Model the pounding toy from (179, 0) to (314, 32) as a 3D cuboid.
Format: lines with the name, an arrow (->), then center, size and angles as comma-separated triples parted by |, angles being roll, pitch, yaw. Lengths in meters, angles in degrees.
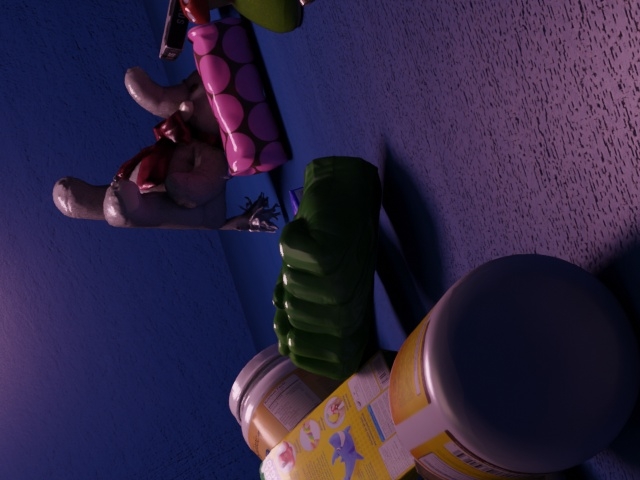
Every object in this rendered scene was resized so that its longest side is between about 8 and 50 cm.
pounding toy -> -0.096, -0.290, 1.254 | 0.237, 0.110, 0.183 | -168, 60, -81

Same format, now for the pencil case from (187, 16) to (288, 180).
pencil case -> -0.112, -0.189, 1.654 | 0.098, 0.095, 0.209 | -59, -46, -83

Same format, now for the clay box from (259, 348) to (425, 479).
clay box -> 0.032, 0.227, 1.276 | 0.222, 0.053, 0.127 | -46, 51, 31

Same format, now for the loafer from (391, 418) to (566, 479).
loafer -> 0.118, 0.173, 0.935 | 0.251, 0.087, 0.094 | -135, 28, -72

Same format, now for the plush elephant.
plush elephant -> -0.199, -0.147, 1.817 | 0.272, 0.329, 0.256 | -170, 84, -66

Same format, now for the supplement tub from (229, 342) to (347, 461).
supplement tub -> -0.001, 0.222, 1.446 | 0.199, 0.144, 0.144 | 41, 153, 37

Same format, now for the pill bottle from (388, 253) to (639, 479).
pill bottle -> 0.105, 0.086, 0.744 | 0.215, 0.117, 0.117 | 108, 143, -75

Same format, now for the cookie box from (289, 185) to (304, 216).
cookie box -> 0.000, 0.000, 1.481 | 0.107, 0.040, 0.092 | 82, 166, -49

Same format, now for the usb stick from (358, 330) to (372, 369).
usb stick -> 0.028, 0.086, 1.456 | 0.077, 0.045, 0.278 | 48, 160, 36

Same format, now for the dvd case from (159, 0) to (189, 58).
dvd case -> -0.194, -0.348, 1.748 | 0.238, 0.029, 0.179 | -151, 73, -80

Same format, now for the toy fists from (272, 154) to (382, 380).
toy fists -> 0.005, 0.041, 1.188 | 0.279, 0.096, 0.142 | 92, -176, -64
